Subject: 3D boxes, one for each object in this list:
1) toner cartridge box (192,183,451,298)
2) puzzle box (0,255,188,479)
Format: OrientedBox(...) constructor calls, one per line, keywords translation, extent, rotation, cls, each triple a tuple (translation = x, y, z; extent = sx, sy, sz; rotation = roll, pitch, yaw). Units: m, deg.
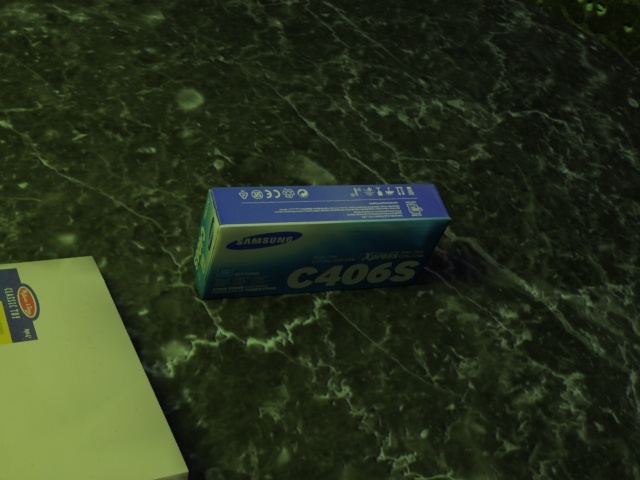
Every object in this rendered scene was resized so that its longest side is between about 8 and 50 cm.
OrientedBox(translation=(0.000, 0.000, 1.218), extent=(0.348, 0.165, 0.075), rotation=(-3, 50, -21), cls="toner cartridge box")
OrientedBox(translation=(-0.343, 0.158, 0.944), extent=(0.272, 0.052, 0.409), rotation=(-5, 35, -28), cls="puzzle box")
